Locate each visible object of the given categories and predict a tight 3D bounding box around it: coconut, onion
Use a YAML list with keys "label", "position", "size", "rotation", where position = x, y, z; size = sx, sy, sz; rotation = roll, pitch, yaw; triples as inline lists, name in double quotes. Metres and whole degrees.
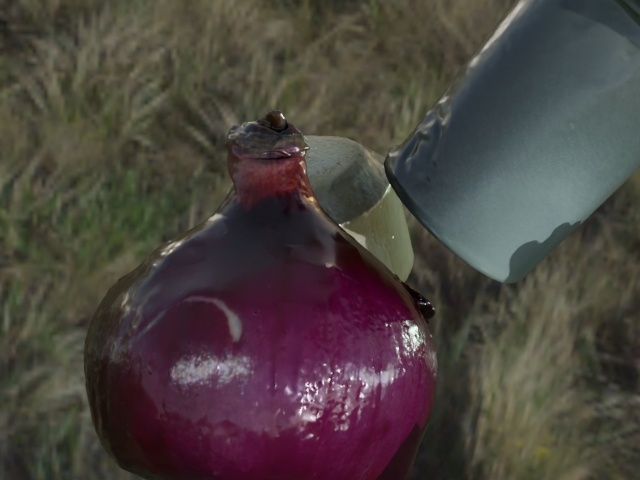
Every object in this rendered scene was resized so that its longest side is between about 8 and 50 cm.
- label: "coconut"
  position: [0.000, 0.000, 1.585]
  size: [0.202, 0.222, 0.202]
  rotation: [-10, 32, 7]
- label: "onion"
  position: [-0.055, 0.068, 1.337]
  size: [0.347, 0.385, 0.348]
  rotation: [0, -2, 0]

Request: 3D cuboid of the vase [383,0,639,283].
- label: "vase"
  position: [0.215, -0.119, 1.344]
  size: [0.245, 0.291, 0.245]
  rotation: [37, 18, -14]
